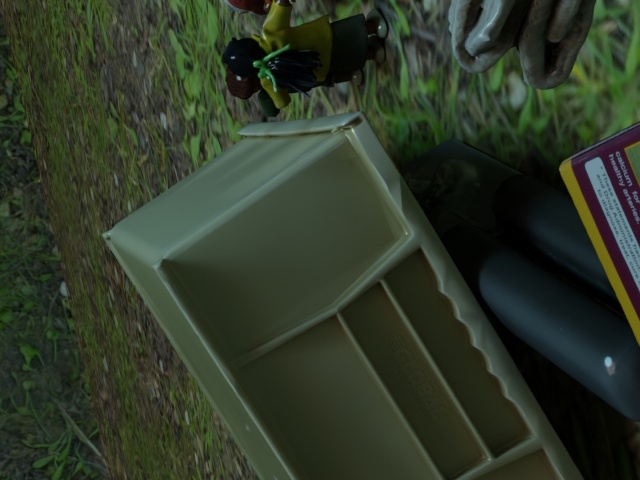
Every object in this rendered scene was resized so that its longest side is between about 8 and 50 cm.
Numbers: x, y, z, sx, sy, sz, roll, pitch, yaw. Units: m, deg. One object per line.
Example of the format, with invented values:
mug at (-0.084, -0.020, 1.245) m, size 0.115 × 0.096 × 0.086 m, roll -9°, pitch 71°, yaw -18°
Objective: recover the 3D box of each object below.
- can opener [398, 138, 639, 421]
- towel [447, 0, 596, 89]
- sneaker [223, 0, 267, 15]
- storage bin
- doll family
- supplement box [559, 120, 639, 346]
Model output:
can opener at (0.111, 0.020, 0.688) m, size 0.095 × 0.076 × 0.283 m, roll 51°, pitch 174°, yaw -29°
towel at (0.085, -0.202, 0.446) m, size 0.187 × 0.049 × 0.282 m, roll 102°, pitch 179°, yaw -48°
sneaker at (-0.076, -0.231, 0.946) m, size 0.225 × 0.093 × 0.088 m, roll -106°, pitch 15°, yaw -45°
storage bin at (0.006, 0.073, 0.761) m, size 0.260 × 0.123 × 0.262 m, roll 58°, pitch 169°, yaw -11°
doll family at (-0.015, -0.150, 0.843) m, size 0.076 × 0.111 × 0.193 m, roll -125°, pitch 30°, yaw -49°
supplement box at (0.168, -0.013, 0.428) m, size 0.104 × 0.081 × 0.188 m, roll 65°, pitch 160°, yaw 2°
